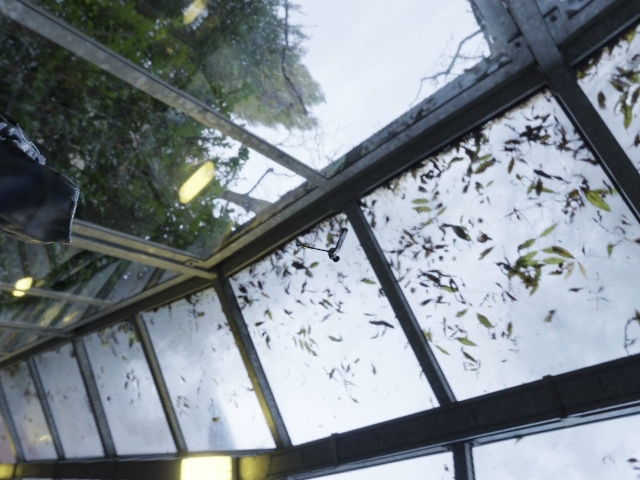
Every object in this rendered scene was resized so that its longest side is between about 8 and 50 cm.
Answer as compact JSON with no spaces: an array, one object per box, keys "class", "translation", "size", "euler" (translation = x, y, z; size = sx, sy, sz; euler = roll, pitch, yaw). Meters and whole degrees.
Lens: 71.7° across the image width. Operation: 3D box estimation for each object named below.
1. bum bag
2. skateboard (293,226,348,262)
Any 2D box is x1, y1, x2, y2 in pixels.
[{"class":"bum bag","translation":[-0.316,-0.092,0.321],"size":[0.137,0.310,0.074],"euler":[-21,-135,30]},{"class":"skateboard","translation":[0.000,0.000,0.738],"size":[0.083,0.032,0.063],"euler":[8,-123,26]}]
